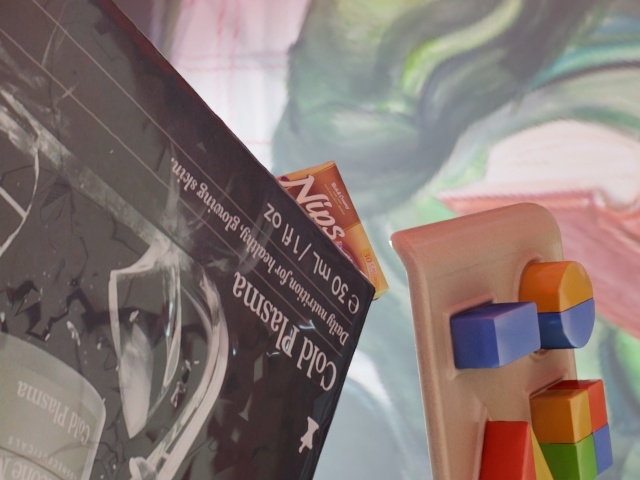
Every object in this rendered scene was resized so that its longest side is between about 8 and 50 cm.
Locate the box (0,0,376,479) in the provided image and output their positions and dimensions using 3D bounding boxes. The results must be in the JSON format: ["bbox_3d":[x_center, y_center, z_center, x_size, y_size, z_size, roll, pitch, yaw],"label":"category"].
[{"bbox_3d":[-0.244,0.119,0.836,0.480,0.297,0.472,46,-123,-49],"label":"box"}]

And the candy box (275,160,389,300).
[{"bbox_3d":[0.000,0.000,1.626,0.109,0.187,0.053,-16,-13,-25],"label":"candy box"}]

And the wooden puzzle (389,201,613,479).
[{"bbox_3d":[0.202,0.141,1.253,0.322,0.080,0.348,-13,-88,-55],"label":"wooden puzzle"}]
